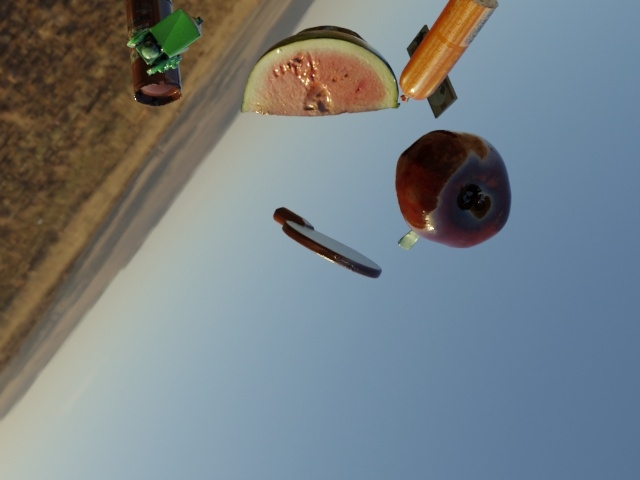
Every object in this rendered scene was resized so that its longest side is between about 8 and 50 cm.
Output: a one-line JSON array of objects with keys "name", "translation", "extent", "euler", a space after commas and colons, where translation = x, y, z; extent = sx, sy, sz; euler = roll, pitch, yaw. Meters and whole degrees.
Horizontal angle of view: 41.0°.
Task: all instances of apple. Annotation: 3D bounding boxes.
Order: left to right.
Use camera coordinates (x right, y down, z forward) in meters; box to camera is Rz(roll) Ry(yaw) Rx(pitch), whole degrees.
[{"name": "apple", "translation": [0.242, -0.101, 1.602], "extent": [0.234, 0.234, 0.234], "euler": [-51, -169, 14]}]

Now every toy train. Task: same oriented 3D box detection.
[{"name": "toy train", "translation": [-0.259, -0.350, 1.487], "extent": [0.119, 0.085, 0.251], "euler": [-34, -166, 7]}]

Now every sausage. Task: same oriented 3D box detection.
[{"name": "sausage", "translation": [0.260, -0.412, 1.851], "extent": [0.312, 0.093, 0.093], "euler": [-55, -173, 43]}]

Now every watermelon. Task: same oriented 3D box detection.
[{"name": "watermelon", "translation": [-0.005, -0.333, 1.609], "extent": [0.128, 0.303, 0.159], "euler": [-86, 172, -51]}]

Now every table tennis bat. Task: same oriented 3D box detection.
[{"name": "table tennis bat", "translation": [0.000, 0.000, 2.242], "extent": [0.414, 0.268, 0.051], "euler": [33, -80, 49]}]

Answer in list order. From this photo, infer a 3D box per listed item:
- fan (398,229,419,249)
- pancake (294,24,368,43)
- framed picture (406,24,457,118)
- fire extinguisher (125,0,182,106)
[{"name": "fan", "translation": [0.259, -0.042, 2.104], "extent": [0.193, 0.038, 0.016], "euler": [-48, -167, 38]}, {"name": "pancake", "translation": [0.018, -0.451, 2.219], "extent": [0.250, 0.250, 0.031], "euler": [-55, 173, -10]}, {"name": "framed picture", "translation": [0.275, -0.418, 2.129], "extent": [0.010, 0.201, 0.136], "euler": [-18, 172, -18]}, {"name": "fire extinguisher", "translation": [-0.380, -0.474, 1.867], "extent": [0.106, 0.337, 0.147], "euler": [-13, 165, 11]}]
